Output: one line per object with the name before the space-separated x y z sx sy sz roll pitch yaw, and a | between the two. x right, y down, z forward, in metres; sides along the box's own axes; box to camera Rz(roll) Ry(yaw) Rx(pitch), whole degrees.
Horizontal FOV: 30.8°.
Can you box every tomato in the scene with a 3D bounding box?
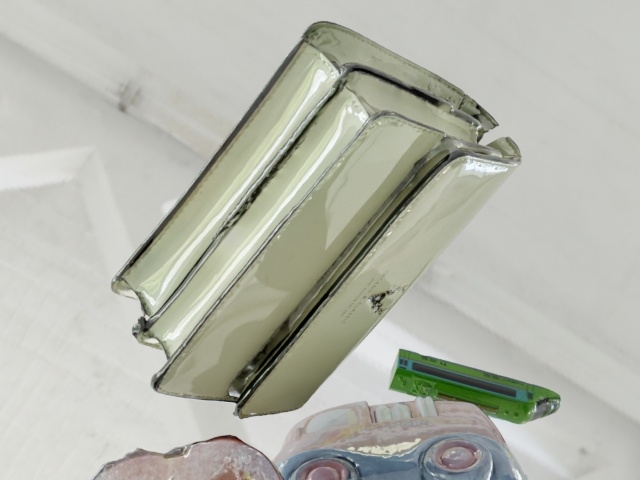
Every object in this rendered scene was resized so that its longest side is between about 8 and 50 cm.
tomato | -0.116 0.284 1.017 0.112 0.228 0.199 56 -148 -46

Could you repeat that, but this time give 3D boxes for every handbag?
handbag | 0.000 0.000 1.112 0.237 0.358 0.160 15 -146 -46

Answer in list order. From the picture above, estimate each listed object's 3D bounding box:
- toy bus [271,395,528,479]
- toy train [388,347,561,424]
toy bus | 0.073 0.273 1.261 0.294 0.197 0.231 -9 -154 1
toy train | 0.188 0.185 1.399 0.209 0.044 0.042 15 -139 0
